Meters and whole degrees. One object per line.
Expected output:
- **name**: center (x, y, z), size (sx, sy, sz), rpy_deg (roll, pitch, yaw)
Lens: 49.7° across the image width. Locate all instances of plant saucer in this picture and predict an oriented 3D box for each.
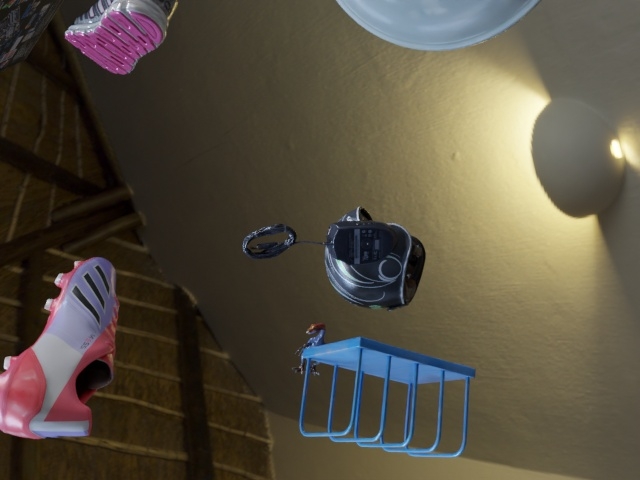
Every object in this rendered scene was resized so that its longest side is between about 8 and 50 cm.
- **plant saucer**: center (0.152, -0.461, 0.953), size (0.400, 0.400, 0.100), rpy_deg (63, -150, -11)

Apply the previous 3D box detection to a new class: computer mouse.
- **computer mouse**: center (0.000, 0.000, 1.081), size (0.242, 0.041, 0.071), rpy_deg (0, -65, -4)

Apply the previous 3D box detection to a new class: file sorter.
- **file sorter**: center (0.075, 0.187, 0.805), size (0.170, 0.118, 0.104), rpy_deg (19, -113, -28)

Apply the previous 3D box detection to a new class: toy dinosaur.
- **toy dinosaur**: center (-0.012, 0.143, 0.942), size (0.047, 0.090, 0.082), rpy_deg (13, -75, -13)

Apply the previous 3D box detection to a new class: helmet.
- **helmet**: center (0.086, 0.031, 1.185), size (0.169, 0.161, 0.169), rpy_deg (12, -90, -68)

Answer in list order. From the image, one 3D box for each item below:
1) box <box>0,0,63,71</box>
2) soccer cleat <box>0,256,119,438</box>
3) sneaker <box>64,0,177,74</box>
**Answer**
- **box**: center (-0.374, -0.258, 0.790), size (0.051, 0.220, 0.175), rpy_deg (48, -140, -11)
- **soccer cleat**: center (-0.236, 0.100, 0.685), size (0.095, 0.248, 0.083), rpy_deg (13, -63, -3)
- **sneaker**: center (-0.171, -0.201, 0.614), size (0.063, 0.170, 0.075), rpy_deg (34, -108, -31)
